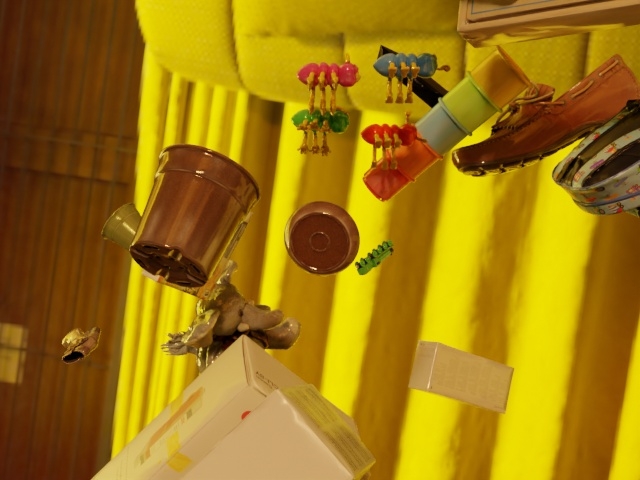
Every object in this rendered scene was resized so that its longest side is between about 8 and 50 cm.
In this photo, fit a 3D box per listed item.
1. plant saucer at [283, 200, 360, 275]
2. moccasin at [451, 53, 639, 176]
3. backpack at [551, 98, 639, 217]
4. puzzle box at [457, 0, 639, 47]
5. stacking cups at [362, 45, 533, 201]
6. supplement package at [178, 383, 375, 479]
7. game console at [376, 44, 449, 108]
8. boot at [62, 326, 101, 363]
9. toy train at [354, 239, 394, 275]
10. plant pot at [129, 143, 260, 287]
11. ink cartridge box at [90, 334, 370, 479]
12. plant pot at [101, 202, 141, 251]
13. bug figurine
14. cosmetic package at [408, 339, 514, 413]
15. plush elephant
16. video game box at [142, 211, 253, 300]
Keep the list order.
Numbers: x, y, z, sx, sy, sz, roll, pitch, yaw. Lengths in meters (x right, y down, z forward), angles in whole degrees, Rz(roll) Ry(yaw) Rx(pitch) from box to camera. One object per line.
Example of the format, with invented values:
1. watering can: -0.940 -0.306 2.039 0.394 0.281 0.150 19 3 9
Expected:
1. plant saucer: 0.000 0.000 2.087 0.168 0.169 0.029 8 -163 10
2. moccasin: 0.403 -0.228 1.756 0.380 0.147 0.139 -26 180 -5
3. backpack: 0.394 -0.089 1.241 0.173 0.117 0.158 -33 -161 -6
4. puzzle box: 0.353 -0.372 1.081 0.408 0.272 0.052 -2 165 35
5. stacking cups: 0.206 -0.185 1.624 0.096 0.316 0.096 40 -159 -19
6. supplement package: -0.055 0.309 1.284 0.149 0.194 0.203 47 -176 12
7. game console: 0.267 -0.330 2.157 0.213 0.044 0.361 44 -162 23
8. boot: -0.491 0.214 1.942 0.118 0.042 0.087 -25 -158 30
9. toy train: 0.080 0.025 1.405 0.017 0.024 0.083 -12 -163 48
10. plant pot: -0.194 -0.029 1.451 0.166 0.165 0.167 16 153 9
11. ink cartridge box: -0.150 0.386 1.579 0.279 0.384 0.160 41 -166 -23
12. plant pot: -0.333 -0.011 1.739 0.079 0.083 0.083 39 -171 12
13. bug figurine: 0.066 -0.204 1.437 0.216 0.072 0.279 1 155 -4
14. cosmetic package: 0.283 0.274 1.936 0.239 0.099 0.060 22 165 -38
15. plush elephant: -0.184 0.197 2.152 0.329 0.272 0.255 14 137 0
16. video game box: -0.233 0.003 1.877 0.048 0.205 0.187 26 178 31
